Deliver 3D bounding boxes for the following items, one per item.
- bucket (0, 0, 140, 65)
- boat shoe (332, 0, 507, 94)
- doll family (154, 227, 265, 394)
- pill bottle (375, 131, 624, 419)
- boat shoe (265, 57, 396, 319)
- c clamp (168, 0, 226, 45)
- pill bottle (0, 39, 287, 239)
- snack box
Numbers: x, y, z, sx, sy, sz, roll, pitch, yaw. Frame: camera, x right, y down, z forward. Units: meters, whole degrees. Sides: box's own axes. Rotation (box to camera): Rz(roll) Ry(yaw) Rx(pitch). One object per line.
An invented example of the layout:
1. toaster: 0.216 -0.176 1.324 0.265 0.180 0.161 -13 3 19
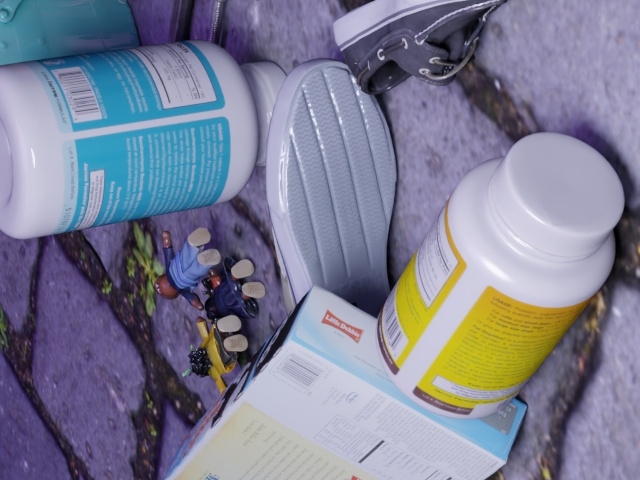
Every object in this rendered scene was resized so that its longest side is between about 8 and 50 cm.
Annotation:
1. bucket: -0.315 -0.174 1.860 0.281 0.183 0.281 29 124 54
2. boat shoe: 0.077 -0.147 1.280 0.228 0.080 0.076 -13 95 62
3. doll family: -0.100 0.075 1.688 0.111 0.076 0.193 133 126 -61
4. pill bottle: 0.124 0.023 1.215 0.117 0.117 0.215 63 148 26
5. boat shoe: 0.000 0.000 1.442 0.094 0.109 0.302 23 123 59
6. c clamp: -0.108 -0.198 1.646 0.137 0.022 0.160 54 142 37
7. pill bottle: -0.154 -0.091 1.516 0.146 0.264 0.146 29 124 55
8. snack box: 0.008 0.167 1.423 0.187 0.060 0.322 30 145 -7
